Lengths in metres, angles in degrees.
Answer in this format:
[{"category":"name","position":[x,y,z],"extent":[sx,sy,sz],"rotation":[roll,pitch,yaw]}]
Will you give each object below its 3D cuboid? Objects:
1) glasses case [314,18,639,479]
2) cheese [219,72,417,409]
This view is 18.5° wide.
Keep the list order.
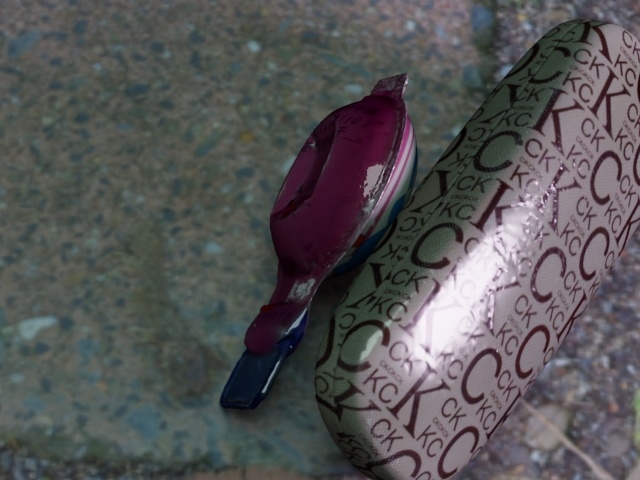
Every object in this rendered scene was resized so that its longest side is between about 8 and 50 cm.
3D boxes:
[{"category":"glasses case","position":[0.119,0.004,1.259],"extent":[0.085,0.137,0.355],"rotation":[10,52,44]},{"category":"cheese","position":[0.000,0.000,1.269],"extent":[0.062,0.155,0.244],"rotation":[29,76,-17]}]
